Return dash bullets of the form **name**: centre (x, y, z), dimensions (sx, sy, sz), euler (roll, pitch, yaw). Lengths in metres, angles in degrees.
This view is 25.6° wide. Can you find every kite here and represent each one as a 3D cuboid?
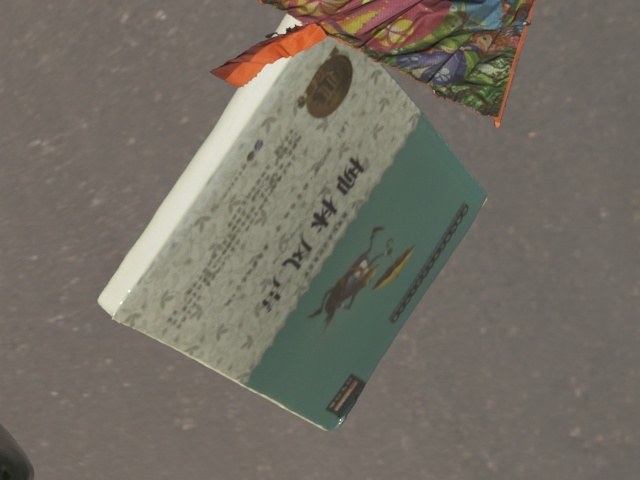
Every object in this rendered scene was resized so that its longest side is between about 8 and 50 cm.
- **kite**: centre (0.023, -0.087, 0.546), dimensions (0.232, 0.189, 0.009), euler (20, 65, -39)

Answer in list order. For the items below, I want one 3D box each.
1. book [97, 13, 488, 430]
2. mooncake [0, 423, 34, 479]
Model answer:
- **book**: centre (0.000, 0.000, 1.105), dimensions (0.264, 0.031, 0.379), euler (-56, 149, -3)
- **mooncake**: centre (-0.489, 0.235, 1.494), dimensions (0.356, 0.356, 0.194), euler (31, 88, -21)
